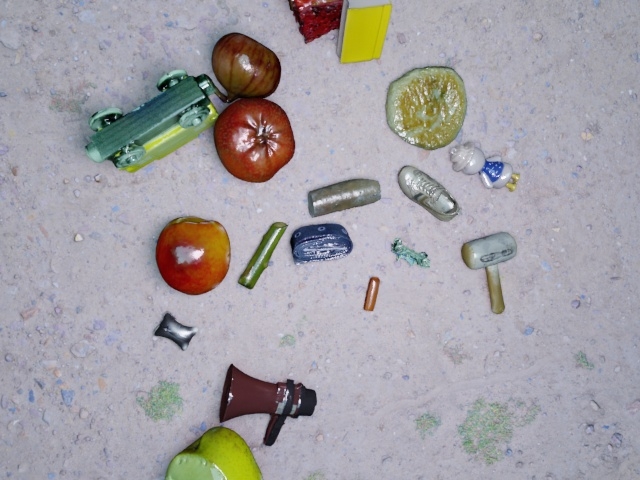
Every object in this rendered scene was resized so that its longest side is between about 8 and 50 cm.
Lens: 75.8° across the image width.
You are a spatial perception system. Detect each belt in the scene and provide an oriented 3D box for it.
[{"bbox_3d":[0.000,0.000,1.470,0.218,0.128,0.122,-5,122,-7],"label":"belt"}]

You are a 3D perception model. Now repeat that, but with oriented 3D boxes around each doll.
[{"bbox_3d":[0.603,-0.271,1.522,0.293,0.119,0.138,23,82,-12],"label":"doll"}]

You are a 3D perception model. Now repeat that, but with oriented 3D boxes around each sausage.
[{"bbox_3d":[0.192,0.198,1.531,0.039,0.041,0.131,13,91,-9],"label":"sausage"}]

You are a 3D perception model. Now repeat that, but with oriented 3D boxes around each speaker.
[{"bbox_3d":[-0.196,0.602,1.448,0.329,0.198,0.259,20,77,-14],"label":"speaker"}]

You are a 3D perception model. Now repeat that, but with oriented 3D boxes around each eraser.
[{"bbox_3d":[0.145,-0.713,1.398,0.158,0.226,0.069,-13,66,-11],"label":"eraser"}]

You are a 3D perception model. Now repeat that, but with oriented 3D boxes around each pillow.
[{"bbox_3d":[-0.515,0.323,1.463,0.135,0.055,0.091,30,58,-9],"label":"pillow"}]

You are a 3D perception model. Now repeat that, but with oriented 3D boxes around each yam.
[{"bbox_3d":[0.082,-0.159,1.475,0.259,0.106,0.106,-15,94,-8],"label":"yam"}]

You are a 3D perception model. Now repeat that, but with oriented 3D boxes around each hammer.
[{"bbox_3d":[0.652,0.132,1.548,0.201,0.113,0.305,-15,99,-2],"label":"hammer"}]

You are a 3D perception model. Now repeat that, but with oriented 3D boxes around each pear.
[{"bbox_3d":[-0.349,0.779,1.388,0.342,0.238,0.318,0,101,21],"label":"pear"}]

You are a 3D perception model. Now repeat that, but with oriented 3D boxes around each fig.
[{"bbox_3d":[-0.250,-0.572,1.370,0.235,0.235,0.214,2,118,-6],"label":"fig"}]

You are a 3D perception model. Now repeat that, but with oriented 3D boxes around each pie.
[{"bbox_3d":[0.394,-0.483,1.512,0.323,0.070,0.323,-1,96,-6],"label":"pie"}]

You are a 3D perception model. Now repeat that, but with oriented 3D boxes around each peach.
[{"bbox_3d":[-0.438,0.062,1.397,0.248,0.245,0.275,5,104,22],"label":"peach"}]

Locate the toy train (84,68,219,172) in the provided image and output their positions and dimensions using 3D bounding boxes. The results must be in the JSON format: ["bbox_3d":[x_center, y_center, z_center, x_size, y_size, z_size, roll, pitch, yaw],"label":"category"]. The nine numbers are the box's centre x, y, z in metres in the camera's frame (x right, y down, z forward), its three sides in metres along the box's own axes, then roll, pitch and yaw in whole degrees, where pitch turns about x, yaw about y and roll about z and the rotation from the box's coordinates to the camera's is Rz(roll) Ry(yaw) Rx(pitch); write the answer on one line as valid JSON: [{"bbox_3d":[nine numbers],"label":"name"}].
[{"bbox_3d":[-0.519,-0.373,1.321,0.442,0.272,0.179,-31,94,0],"label":"toy train"}]

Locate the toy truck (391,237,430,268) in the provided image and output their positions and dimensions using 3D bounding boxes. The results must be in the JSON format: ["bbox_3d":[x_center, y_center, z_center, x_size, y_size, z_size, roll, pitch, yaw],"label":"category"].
[{"bbox_3d":[0.329,0.062,1.525,0.154,0.080,0.078,27,111,-6],"label":"toy truck"}]

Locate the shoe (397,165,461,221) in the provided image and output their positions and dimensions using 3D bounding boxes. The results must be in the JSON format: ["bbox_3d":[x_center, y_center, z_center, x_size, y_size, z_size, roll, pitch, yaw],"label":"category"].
[{"bbox_3d":[0.403,-0.175,1.510,0.275,0.098,0.103,36,85,-5],"label":"shoe"}]

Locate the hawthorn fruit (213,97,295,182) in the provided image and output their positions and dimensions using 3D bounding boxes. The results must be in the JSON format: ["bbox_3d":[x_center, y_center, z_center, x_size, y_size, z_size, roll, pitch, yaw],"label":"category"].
[{"bbox_3d":[-0.228,-0.341,1.367,0.275,0.300,0.275,-15,125,-23],"label":"hawthorn fruit"}]

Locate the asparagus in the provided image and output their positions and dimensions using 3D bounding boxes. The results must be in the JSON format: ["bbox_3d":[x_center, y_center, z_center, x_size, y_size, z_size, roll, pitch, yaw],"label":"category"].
[{"bbox_3d":[-0.206,0.049,1.477,0.067,0.060,0.278,27,89,4],"label":"asparagus"}]

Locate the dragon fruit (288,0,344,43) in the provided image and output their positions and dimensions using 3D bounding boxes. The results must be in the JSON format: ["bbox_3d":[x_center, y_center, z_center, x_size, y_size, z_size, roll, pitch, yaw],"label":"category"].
[{"bbox_3d":[-0.059,-0.840,1.409,0.330,0.302,0.240,49,123,14],"label":"dragon fruit"}]
